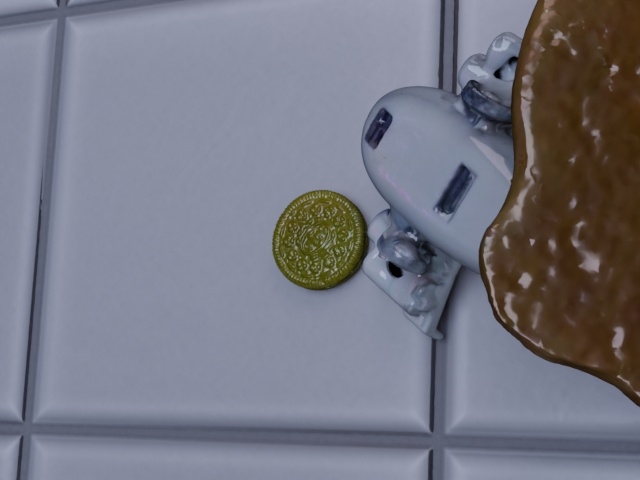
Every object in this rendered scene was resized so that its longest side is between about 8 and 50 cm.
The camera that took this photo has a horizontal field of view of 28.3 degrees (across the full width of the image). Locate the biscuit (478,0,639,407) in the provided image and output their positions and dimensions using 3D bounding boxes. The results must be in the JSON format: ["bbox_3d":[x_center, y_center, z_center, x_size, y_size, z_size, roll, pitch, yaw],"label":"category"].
[{"bbox_3d":[0.310,-0.044,0.828,0.385,0.062,0.365,14,82,8],"label":"biscuit"}]

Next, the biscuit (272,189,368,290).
[{"bbox_3d":[0.000,0.000,1.048,0.084,0.023,0.084,-5,77,24],"label":"biscuit"}]

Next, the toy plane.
[{"bbox_3d":[0.130,-0.031,0.943,0.244,0.117,0.245,1,91,38],"label":"toy plane"}]
